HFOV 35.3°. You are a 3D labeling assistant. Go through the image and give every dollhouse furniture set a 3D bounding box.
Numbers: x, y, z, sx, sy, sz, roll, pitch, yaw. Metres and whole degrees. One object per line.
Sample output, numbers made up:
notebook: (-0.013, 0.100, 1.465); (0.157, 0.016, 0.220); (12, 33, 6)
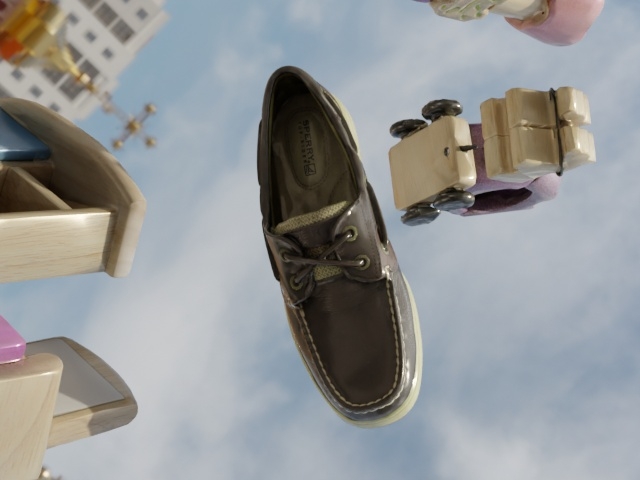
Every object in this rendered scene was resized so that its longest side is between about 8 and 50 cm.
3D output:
dollhouse furniture set: (-0.133, -0.116, 0.405); (0.286, 0.198, 0.303); (34, -64, 34)

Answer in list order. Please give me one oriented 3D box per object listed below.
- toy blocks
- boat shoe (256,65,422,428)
toy blocks: (0.207, -0.180, 0.598); (0.288, 0.260, 0.309); (-24, -114, 52)
boat shoe: (0.000, 0.000, 0.405); (0.056, 0.049, 0.152); (-22, -113, 11)
